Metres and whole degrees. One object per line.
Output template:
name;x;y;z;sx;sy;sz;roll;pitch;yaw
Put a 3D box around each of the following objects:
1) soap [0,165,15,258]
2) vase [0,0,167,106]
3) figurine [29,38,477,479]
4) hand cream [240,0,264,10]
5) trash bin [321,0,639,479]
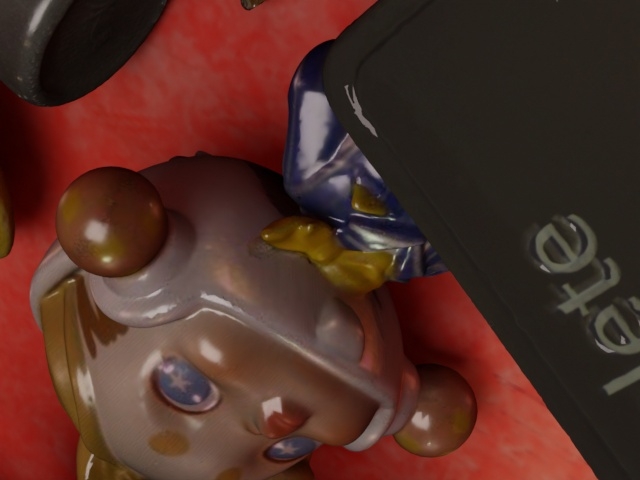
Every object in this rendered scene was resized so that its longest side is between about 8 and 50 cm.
soap;-0.173;-0.068;0.692;0.089;0.033;0.168;14;128;54
vase;-0.162;-0.150;0.648;0.214;0.086;0.086;40;124;14
figurine;-0.005;-0.006;0.591;0.193;0.133;0.274;11;129;-24
hand cream;-0.042;-0.170;0.601;0.062;0.039;0.163;-21;105;31
trash bin;0.129;-0.040;0.444;0.115;0.225;0.165;-36;91;34
